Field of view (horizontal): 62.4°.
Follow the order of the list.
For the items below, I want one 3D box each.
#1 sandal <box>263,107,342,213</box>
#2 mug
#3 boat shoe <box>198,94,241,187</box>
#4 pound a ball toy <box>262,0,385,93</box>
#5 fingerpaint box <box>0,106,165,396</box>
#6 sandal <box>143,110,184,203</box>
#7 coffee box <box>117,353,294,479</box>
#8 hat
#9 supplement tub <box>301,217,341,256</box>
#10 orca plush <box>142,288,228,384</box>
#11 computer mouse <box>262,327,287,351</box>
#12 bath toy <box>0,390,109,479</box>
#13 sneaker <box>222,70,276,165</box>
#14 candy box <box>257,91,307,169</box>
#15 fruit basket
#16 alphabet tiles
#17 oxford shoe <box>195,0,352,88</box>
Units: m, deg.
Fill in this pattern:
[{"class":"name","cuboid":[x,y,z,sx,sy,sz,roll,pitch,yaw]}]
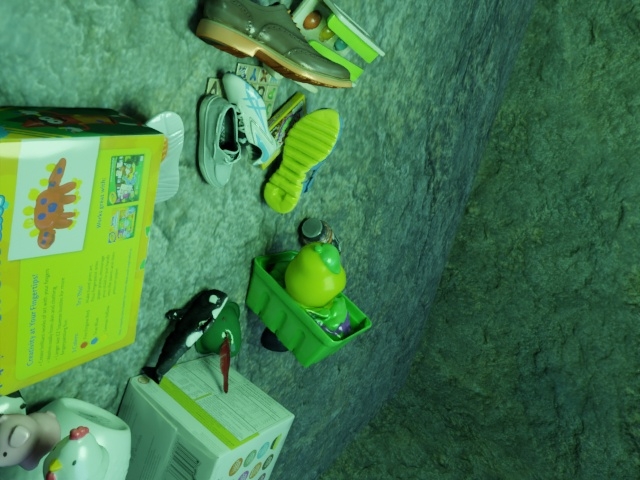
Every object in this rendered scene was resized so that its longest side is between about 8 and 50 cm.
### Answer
[{"class":"sandal","cuboid":[-0.042,-0.225,1.438,0.317,0.126,0.138,-53,175,28]},{"class":"mug","cuboid":[-0.589,0.492,1.074,0.374,0.276,0.328,36,73,-33]},{"class":"boat shoe","cuboid":[-0.222,-0.210,1.190,0.079,0.081,0.228,-36,143,-40]},{"class":"pound a ball toy","cuboid":[-0.003,-0.481,1.322,0.208,0.136,0.319,-43,159,22]},{"class":"fingerpaint box","cuboid":[-0.484,0.015,0.879,0.371,0.163,0.445,-20,131,-54]},{"class":"sandal","cuboid":[-0.340,-0.172,1.065,0.101,0.076,0.265,-28,160,-30]},{"class":"coffee box","cuboid":[-0.337,0.571,1.458,0.334,0.338,0.338,-2,117,-60]},{"class":"hat","cuboid":[-0.244,0.310,1.543,0.209,0.183,0.173,-59,153,-5]},{"class":"supplement tub","cuboid":[0.000,0.000,1.762,0.106,0.106,0.198,-55,153,-12]},{"class":"orca plush","cuboid":[-0.373,0.228,1.393,0.287,0.102,0.151,-47,-164,-6]},{"class":"computer mouse","cuboid":[-0.107,0.342,1.932,0.272,0.072,0.189,2,114,-60]},{"class":"bath toy","cuboid":[-0.523,0.323,0.900,0.151,0.347,0.129,-46,152,-58]},{"class":"sneaker","cuboid":[-0.167,-0.272,1.206,0.086,0.085,0.237,-51,142,-27]},{"class":"candy box","cuboid":[-0.104,-0.288,1.388,0.206,0.027,0.105,-51,157,-25]},{"class":"fruit basket","cuboid":[-0.019,0.142,1.576,0.282,0.391,0.393,-9,123,-57]},{"class":"alphabet tiles","cuboid":[-0.189,-0.316,1.249,0.237,0.009,0.199,-17,129,-55]},{"class":"oxford shoe","cuboid":[-0.070,-0.420,1.109,0.363,0.130,0.133,13,99,-35]}]
